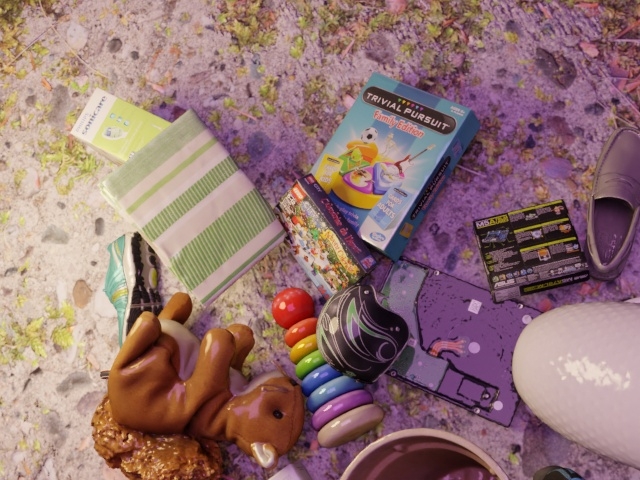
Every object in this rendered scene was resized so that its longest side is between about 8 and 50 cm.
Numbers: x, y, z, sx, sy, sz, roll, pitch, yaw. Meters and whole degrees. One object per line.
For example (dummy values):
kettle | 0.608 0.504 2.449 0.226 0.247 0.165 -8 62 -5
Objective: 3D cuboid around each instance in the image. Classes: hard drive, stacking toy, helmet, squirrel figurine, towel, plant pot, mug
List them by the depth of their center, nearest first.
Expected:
plant pot | 0.228 0.499 1.472 0.334 0.305 0.333 -7 74 25
mug | 0.550 0.217 1.507 0.374 0.276 0.328 -36 27 -30
helmet | 0.071 0.172 1.608 0.161 0.169 0.169 39 87 -3
squirrel figurine | -0.234 0.348 1.664 0.371 0.281 0.397 30 90 1
hard drive | 0.258 0.196 1.686 0.339 0.064 0.236 21 82 15
towel | -0.247 -0.061 1.692 0.248 0.038 0.325 -41 101 -12
stacking toy | -0.006 0.240 1.700 0.141 0.141 0.330 -30 69 4

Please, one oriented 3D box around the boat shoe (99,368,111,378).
boat shoe | -0.407 0.298 1.811 0.137 0.049 0.043 3 79 8

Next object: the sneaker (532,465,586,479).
sneaker | 0.440 0.577 1.505 0.125 0.139 0.340 -4 77 -7

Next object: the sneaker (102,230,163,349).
sneaker | -0.414 0.118 1.844 0.110 0.107 0.275 -16 68 28

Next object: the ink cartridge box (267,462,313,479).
ink cartridge box | -0.048 0.564 1.645 0.154 0.093 0.212 -38 71 2

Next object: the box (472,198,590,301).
box | 0.412 0.018 1.673 0.191 0.045 0.184 -15 48 8

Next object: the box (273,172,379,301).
box | 0.000 0.000 1.726 0.044 0.159 0.233 -29 79 -38

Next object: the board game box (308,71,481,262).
board game box | 0.133 -0.159 1.758 0.254 0.079 0.336 28 84 32

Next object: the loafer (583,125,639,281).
loafer | 0.583 -0.078 1.658 0.112 0.111 0.319 9 79 14

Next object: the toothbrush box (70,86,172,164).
toothbrush box | -0.358 -0.193 1.836 0.283 0.206 0.122 28 84 16
